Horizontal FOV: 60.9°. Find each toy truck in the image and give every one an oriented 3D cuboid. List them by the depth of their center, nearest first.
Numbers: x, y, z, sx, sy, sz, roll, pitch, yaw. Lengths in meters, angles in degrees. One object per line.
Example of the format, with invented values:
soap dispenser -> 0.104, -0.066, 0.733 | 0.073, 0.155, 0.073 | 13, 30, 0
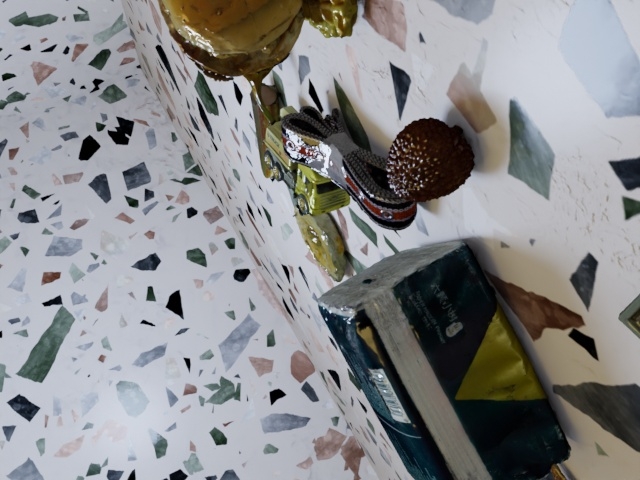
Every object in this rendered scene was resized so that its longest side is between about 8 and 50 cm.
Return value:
toy truck -> -0.034, -0.192, 1.261 | 0.272, 0.124, 0.157 | 54, 153, 37

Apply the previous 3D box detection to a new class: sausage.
sausage -> -0.141, -0.284, 1.529 | 0.082, 0.082, 0.371 | 55, 164, 22

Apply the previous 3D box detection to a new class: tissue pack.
tissue pack -> 0.206, 0.235, 0.971 | 0.416, 0.253, 0.264 | 63, 165, -4

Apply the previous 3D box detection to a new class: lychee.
lychee -> 0.157, -0.114, 0.794 | 0.123, 0.123, 0.129 | 48, 123, 41

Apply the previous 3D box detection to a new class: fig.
fig -> -0.143, -0.374, 1.220 | 0.124, 0.124, 0.236 | -150, 50, -62

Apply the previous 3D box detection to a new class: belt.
belt -> 0.052, -0.147, 1.053 | 0.359, 0.126, 0.094 | 45, 151, 37

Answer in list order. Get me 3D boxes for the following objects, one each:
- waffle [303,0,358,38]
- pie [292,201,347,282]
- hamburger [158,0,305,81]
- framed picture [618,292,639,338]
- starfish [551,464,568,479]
waffle -> 0.005, -0.424, 0.852 | 0.219, 0.057, 0.229 | 45, 159, 48
pie -> 0.000, 0.000, 1.588 | 0.274, 0.055, 0.274 | 54, 162, 26
hamburger -> -0.141, -0.389, 0.854 | 0.244, 0.244, 0.163 | 61, 163, 3
framed picture -> 0.446, 0.136, 0.488 | 0.324, 0.020, 0.240 | 52, 162, 30
starfish -> 0.469, 0.503, 0.998 | 0.240, 0.043, 0.227 | 62, 164, 7
